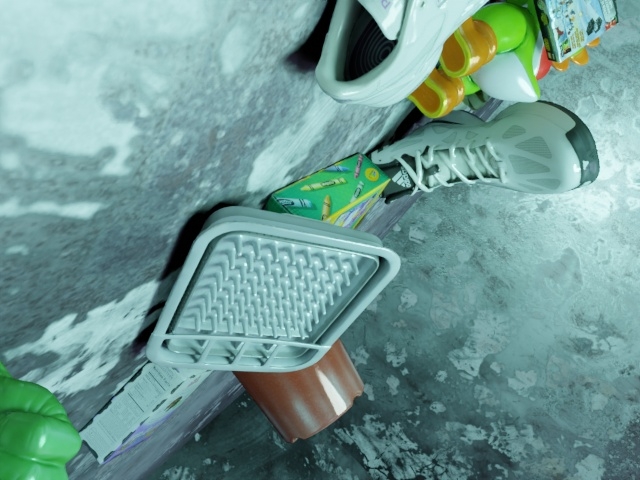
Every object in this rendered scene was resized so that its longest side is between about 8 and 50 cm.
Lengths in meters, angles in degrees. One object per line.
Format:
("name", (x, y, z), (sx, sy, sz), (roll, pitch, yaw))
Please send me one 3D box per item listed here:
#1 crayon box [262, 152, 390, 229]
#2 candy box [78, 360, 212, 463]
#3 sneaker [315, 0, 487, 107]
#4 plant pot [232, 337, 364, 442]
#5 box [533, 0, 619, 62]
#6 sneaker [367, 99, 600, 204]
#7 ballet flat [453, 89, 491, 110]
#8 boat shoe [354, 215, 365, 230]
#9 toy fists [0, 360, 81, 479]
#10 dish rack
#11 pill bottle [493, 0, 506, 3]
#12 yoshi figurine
("crayon box", (-0.007, -0.036, 0.796), (0.278, 0.081, 0.165), (-34, 164, -50))
("candy box", (-0.306, 0.289, 0.849), (0.196, 0.070, 0.165), (-46, 170, -3))
("sneaker", (0.103, -0.234, 0.387), (0.305, 0.114, 0.152), (-53, 169, 32))
("plant pot", (-0.062, 0.247, 0.970), (0.272, 0.265, 0.272), (-33, 177, -2))
("box", (0.318, -0.312, 0.585), (0.093, 0.137, 0.027), (-33, -147, 3))
("sneaker", (0.248, -0.123, 0.851), (0.257, 0.169, 0.447), (-30, -159, -9))
("ballet flat", (0.255, -0.261, 0.830), (0.206, 0.067, 0.073), (-11, 157, -26))
("boat shoe", (0.006, 0.006, 0.989), (0.257, 0.095, 0.095), (-38, 173, -42))
("toy fists", (-0.314, 0.215, 0.325), (0.279, 0.142, 0.096), (-40, 168, -34))
("dish rack", (-0.077, 0.079, 0.669), (0.285, 0.073, 0.333), (11, 135, -27))
("pill bottle", (0.321, -0.366, 0.863), (0.086, 0.086, 0.152), (-36, 165, -47))
("yoshi figurine", (0.276, -0.339, 0.692), (0.361, 0.203, 0.203), (-29, 126, -21))
